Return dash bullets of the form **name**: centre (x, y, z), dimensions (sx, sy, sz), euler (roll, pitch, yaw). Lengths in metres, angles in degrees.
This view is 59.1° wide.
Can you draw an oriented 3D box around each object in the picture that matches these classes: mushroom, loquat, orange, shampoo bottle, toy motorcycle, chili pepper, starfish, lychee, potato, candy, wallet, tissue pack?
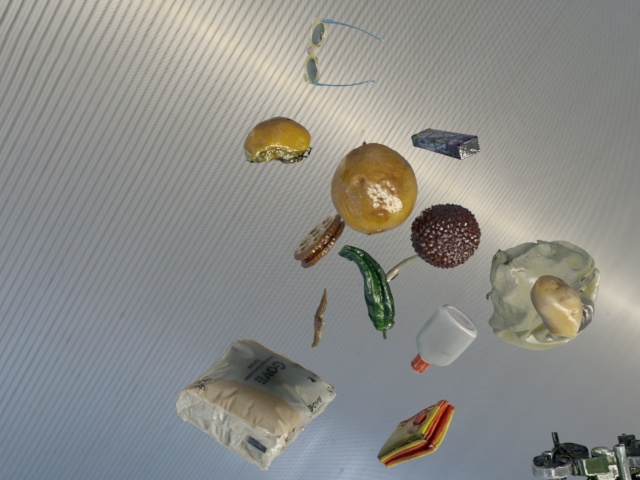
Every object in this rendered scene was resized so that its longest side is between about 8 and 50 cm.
- **mushroom**: centre (0.250, 0.082, 1.656), dimensions (0.306, 0.068, 0.043), euler (-36, 92, 24)
- **loquat**: centre (0.140, -0.132, 1.456), dimensions (0.238, 0.238, 0.193), euler (-47, 157, 5)
- **orange**: centre (-0.103, -0.239, 1.346), dimensions (0.170, 0.160, 0.112), euler (-15, 113, -51)
- **shampoo bottle**: centre (0.284, 0.249, 1.360), dimensions (0.051, 0.108, 0.221), euler (-35, 160, -44)
- **toy motorcycle**: centre (0.552, 0.481, 1.089), dimensions (0.275, 0.127, 0.205), euler (-8, 82, 5)
- **chili pepper**: centre (0.129, 0.141, 1.379), dimensions (0.065, 0.122, 0.279), euler (-26, 105, -19)
- **starfish**: centre (-0.002, 0.286, 2.057), dimensions (0.043, 0.240, 0.227), euler (6, 86, -4)
- **lychee**: centre (0.325, -0.008, 1.467), dimensions (0.188, 0.188, 0.188), euler (-12, 122, -20)
- **potato**: centre (0.304, 0.085, 0.726), dimensions (0.068, 0.062, 0.083), euler (-46, 129, -54)
- **candy**: centre (0.425, -0.338, 1.940), dimensions (0.088, 0.312, 0.061), euler (-22, 113, -14)
- **wallet**: centre (0.237, 0.486, 1.428), dimensions (0.141, 0.067, 0.241), euler (-45, 175, -39)
- **tissue pack**: centre (-0.188, 0.467, 1.677), dimensions (0.375, 0.390, 0.195), euler (-39, 148, -59)

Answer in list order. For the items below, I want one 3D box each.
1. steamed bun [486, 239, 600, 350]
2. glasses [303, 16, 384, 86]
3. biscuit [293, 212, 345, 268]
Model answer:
- **steamed bun**: centre (0.649, 0.174, 1.592), dimensions (0.394, 0.237, 0.346), euler (27, 101, -34)
- **glasses**: centre (0.068, -0.540, 1.659), dimensions (0.220, 0.088, 0.189), euler (12, 106, 5)
- **biscuit**: centre (0.000, 0.000, 1.910), dimensions (0.220, 0.220, 0.066), euler (-45, 103, 3)
